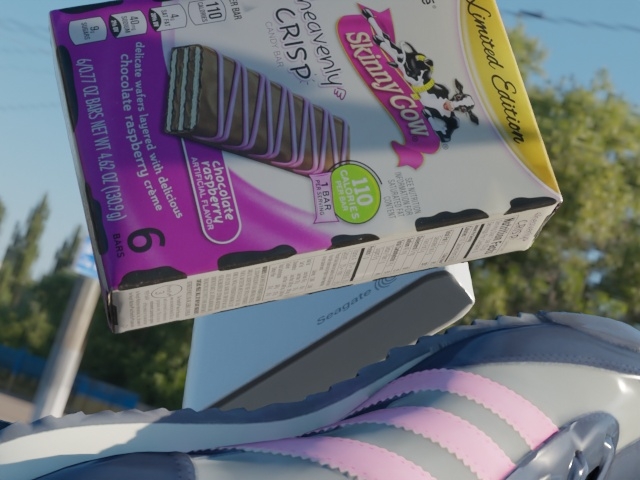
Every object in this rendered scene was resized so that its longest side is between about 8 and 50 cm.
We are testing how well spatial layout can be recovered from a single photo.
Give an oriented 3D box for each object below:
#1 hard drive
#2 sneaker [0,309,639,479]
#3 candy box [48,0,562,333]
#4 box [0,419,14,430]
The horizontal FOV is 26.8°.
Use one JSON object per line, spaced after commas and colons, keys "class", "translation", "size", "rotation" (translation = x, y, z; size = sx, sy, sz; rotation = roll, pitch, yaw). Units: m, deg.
{"class": "hard drive", "translation": [0.000, 0.000, 1.077], "size": [0.047, 0.233, 0.353], "rotation": [49, 19, -25]}
{"class": "sneaker", "translation": [0.029, 0.109, 0.438], "size": [0.319, 0.112, 0.131], "rotation": [-11, 32, -33]}
{"class": "candy box", "translation": [-0.011, -0.056, 0.702], "size": [0.233, 0.159, 0.071], "rotation": [-12, -20, -12]}
{"class": "box", "translation": [-0.437, 0.255, 1.194], "size": [0.322, 0.257, 0.079], "rotation": [9, -37, 23]}
